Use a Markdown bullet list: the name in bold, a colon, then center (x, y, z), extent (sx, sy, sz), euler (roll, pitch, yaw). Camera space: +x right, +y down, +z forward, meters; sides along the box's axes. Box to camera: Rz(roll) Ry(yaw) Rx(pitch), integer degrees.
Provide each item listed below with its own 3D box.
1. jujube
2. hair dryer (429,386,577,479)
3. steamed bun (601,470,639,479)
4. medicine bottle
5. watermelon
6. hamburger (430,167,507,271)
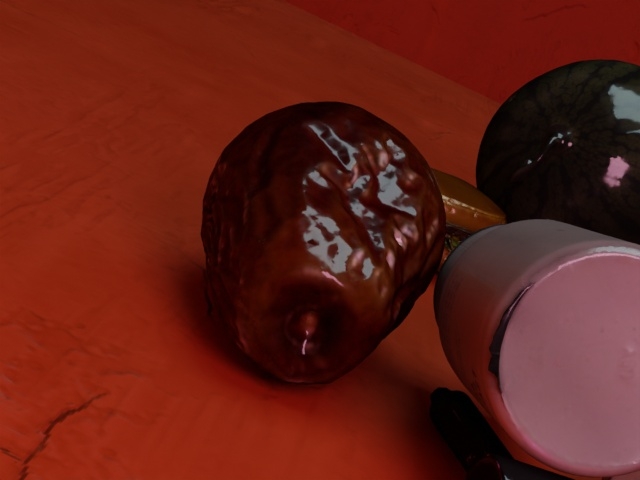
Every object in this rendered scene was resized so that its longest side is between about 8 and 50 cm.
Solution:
- **jujube**: center (0.000, 0.000, 0.865), extent (0.190, 0.190, 0.255), euler (23, 23, -8)
- **hair dryer**: center (0.125, 0.157, 0.776), extent (0.114, 0.071, 0.248), euler (20, 8, -14)
- **steamed bun**: center (0.332, 0.184, 0.811), extent (0.241, 0.146, 0.164), euler (34, 21, 29)
- **medicine bottle**: center (0.154, 0.058, 0.789), extent (0.143, 0.143, 0.258), euler (23, 4, -7)
- **watermelon**: center (0.320, -0.066, 1.335), extent (0.279, 0.279, 0.359), euler (36, 7, 33)
- **hamburger**: center (0.120, -0.022, 1.255), extent (0.137, 0.087, 0.166), euler (20, 16, -15)
